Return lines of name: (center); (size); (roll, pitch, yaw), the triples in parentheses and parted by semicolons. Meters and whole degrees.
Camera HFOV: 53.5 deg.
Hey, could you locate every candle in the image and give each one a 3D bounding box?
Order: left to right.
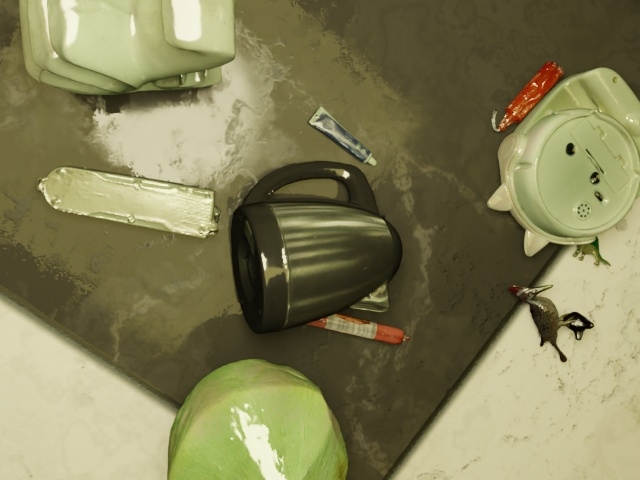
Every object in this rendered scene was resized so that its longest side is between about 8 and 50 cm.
candle: (0.372, -0.260, 1.152); (0.048, 0.053, 0.162); (43, 89, -9)

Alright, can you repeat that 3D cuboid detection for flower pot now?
flower pot: (-0.249, -0.277, 0.838); (0.254, 0.367, 0.165); (-2, 101, -12)

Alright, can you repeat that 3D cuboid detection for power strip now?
power strip: (-0.303, -0.063, 1.019); (0.285, 0.048, 0.080); (9, 93, -14)

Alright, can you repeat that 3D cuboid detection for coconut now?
coconut: (-0.095, 0.347, 0.980); (0.281, 0.328, 0.328); (10, 95, -17)

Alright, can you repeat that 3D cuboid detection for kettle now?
kettle: (0.001, 0.017, 1.049); (0.271, 0.251, 0.207); (-7, 129, -19)

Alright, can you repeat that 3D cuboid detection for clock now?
clock: (0.461, -0.123, 1.155); (0.324, 0.108, 0.265); (-44, 103, -6)

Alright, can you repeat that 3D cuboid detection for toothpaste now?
toothpaste: (0.044, -0.175, 1.101); (0.140, 0.021, 0.037); (38, 81, -13)

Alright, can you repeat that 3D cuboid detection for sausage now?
sausage: (0.044, 0.151, 1.138); (0.253, 0.034, 0.034); (16, 94, -15)

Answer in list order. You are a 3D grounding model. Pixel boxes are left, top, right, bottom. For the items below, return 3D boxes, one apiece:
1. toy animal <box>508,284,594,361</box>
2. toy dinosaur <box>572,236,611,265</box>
toy animal: (0.433, 0.145, 1.213); (0.202, 0.070, 0.105); (40, 106, -19)
toy dinosaur: (0.531, 0.016, 1.239); (0.119, 0.029, 0.060); (26, 79, -15)
